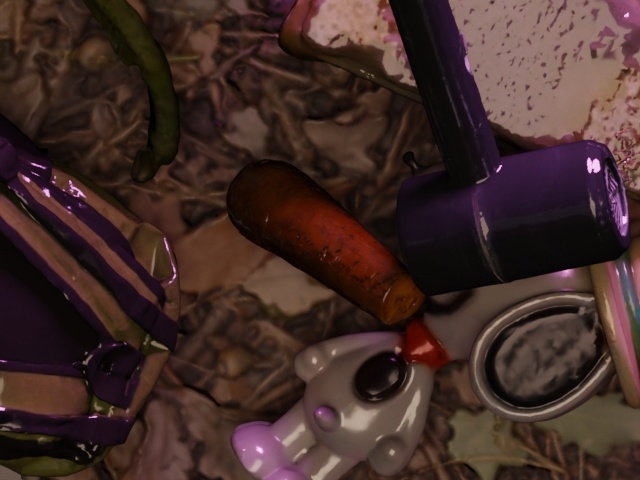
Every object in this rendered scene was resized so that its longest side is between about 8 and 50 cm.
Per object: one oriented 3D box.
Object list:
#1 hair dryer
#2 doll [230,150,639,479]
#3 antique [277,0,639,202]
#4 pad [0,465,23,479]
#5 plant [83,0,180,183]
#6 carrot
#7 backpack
[{"bbox_3d":[0.086,-0.076,1.049,0.124,0.071,0.219,-14,112,20],"label":"hair dryer"},{"bbox_3d":[0.090,0.084,1.176,0.208,0.144,0.271,33,94,16],"label":"doll"},{"bbox_3d":[0.129,-0.110,1.141,0.284,0.125,0.150,31,98,-5],"label":"antique"},{"bbox_3d":[-0.290,0.097,1.217,0.159,0.009,0.265,-14,97,-5],"label":"pad"},{"bbox_3d":[-0.189,-0.212,1.110,0.333,0.180,0.251,21,143,-19],"label":"plant"},{"bbox_3d":[0.000,0.000,1.148,0.055,0.161,0.055,-20,127,-29],"label":"carrot"},{"bbox_3d":[-0.205,0.033,1.145,0.253,0.140,0.207,28,86,-17],"label":"backpack"}]
